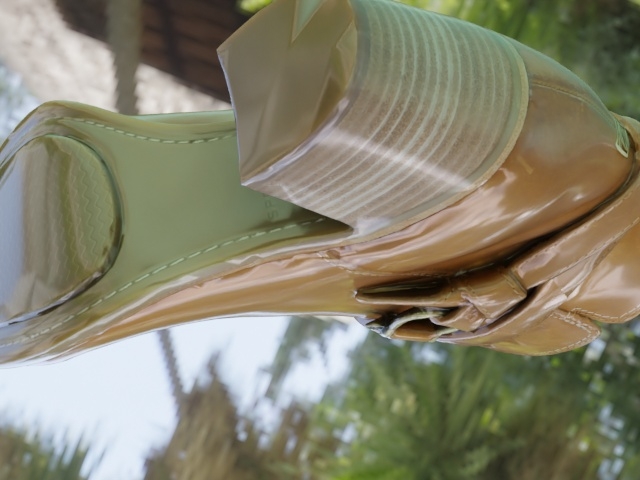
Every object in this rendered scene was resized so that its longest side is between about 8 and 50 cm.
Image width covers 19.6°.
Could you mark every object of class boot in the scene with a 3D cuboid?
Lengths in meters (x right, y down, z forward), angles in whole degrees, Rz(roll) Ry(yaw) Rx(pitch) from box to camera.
[{"bbox_3d":[0.000,0.000,0.748,0.220,0.283,0.109,19,-129,-41],"label":"boot"}]
